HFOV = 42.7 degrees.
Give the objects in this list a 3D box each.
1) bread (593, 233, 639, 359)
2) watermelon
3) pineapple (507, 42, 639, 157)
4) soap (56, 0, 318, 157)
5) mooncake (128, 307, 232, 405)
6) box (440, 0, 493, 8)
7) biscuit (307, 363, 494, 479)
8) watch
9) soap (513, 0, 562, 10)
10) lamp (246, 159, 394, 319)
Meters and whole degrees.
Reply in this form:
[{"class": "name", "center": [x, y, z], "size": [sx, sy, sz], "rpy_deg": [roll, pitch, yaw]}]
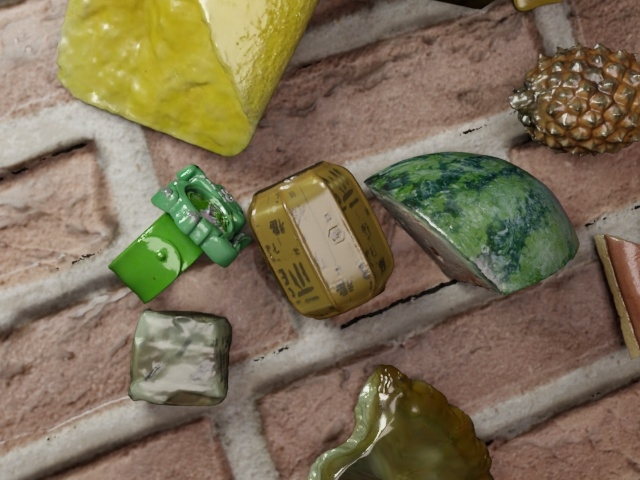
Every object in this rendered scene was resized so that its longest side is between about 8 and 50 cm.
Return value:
[{"class": "bread", "center": [0.484, 0.070, 1.204], "size": [0.119, 0.067, 0.192], "rpy_deg": [-15, 93, -3]}, {"class": "watermelon", "center": [0.230, -0.025, 1.118], "size": [0.260, 0.176, 0.256], "rpy_deg": [-23, 57, -9]}, {"class": "pineapple", "center": [0.349, -0.194, 1.130], "size": [0.193, 0.166, 0.166], "rpy_deg": [-3, 92, -13]}, {"class": "soap", "center": [-0.146, -0.340, 1.014], "size": [0.306, 0.115, 0.427], "rpy_deg": [19, 92, 6]}, {"class": "mooncake", "center": [-0.180, 0.153, 1.064], "size": [0.130, 0.073, 0.125], "rpy_deg": [7, 93, -10]}, {"class": "box", "center": [0.135, -0.375, 1.077], "size": [0.240, 0.159, 0.071], "rpy_deg": [8, 91, -13]}, {"class": "biscuit", "center": [0.090, 0.339, 1.126], "size": [0.329, 0.078, 0.335], "rpy_deg": [-11, 96, -16]}, {"class": "watch", "center": [-0.181, 0.005, 1.042], "size": [0.152, 0.165, 0.131], "rpy_deg": [-42, 101, 17]}, {"class": "soap", "center": [0.321, -0.356, 1.190], "size": [0.089, 0.012, 0.034], "rpy_deg": [-18, 95, -11]}, {"class": "lamp", "center": [0.000, 0.000, 1.060], "size": [0.161, 0.161, 0.185], "rpy_deg": [-26, 96, -10]}]
